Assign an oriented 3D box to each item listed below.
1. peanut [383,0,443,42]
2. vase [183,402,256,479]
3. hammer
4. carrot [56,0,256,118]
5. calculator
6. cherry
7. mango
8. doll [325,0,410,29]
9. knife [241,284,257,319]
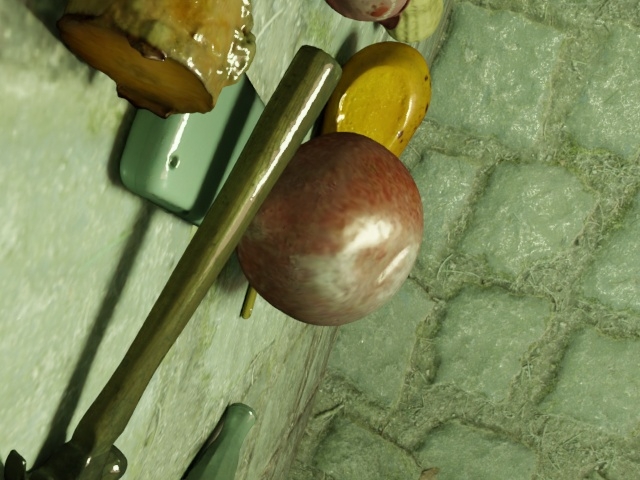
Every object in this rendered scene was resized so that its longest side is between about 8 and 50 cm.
[{"bbox_3d":[0.154,-0.437,1.010,0.257,0.124,0.123,42,69,-75],"label":"peanut"},{"bbox_3d":[-0.171,0.374,0.991,0.214,0.086,0.086,-65,171,-53],"label":"vase"},{"bbox_3d":[-0.110,0.031,0.493,0.439,0.044,0.168,-59,170,-4],"label":"hammer"},{"bbox_3d":[-0.067,-0.206,0.351,0.102,0.102,0.263,74,32,-75],"label":"carrot"},{"bbox_3d":[-0.097,-0.084,0.517,0.246,0.045,0.141,47,64,-79],"label":"calculator"},{"bbox_3d":[0.011,-0.015,0.765,0.307,0.221,0.261,12,101,-59],"label":"cherry"},{"bbox_3d":[0.080,-0.189,0.989,0.191,0.160,0.290,-67,180,-80],"label":"mango"},{"bbox_3d":[0.090,-0.363,0.679,0.255,0.152,0.196,-63,156,-14],"label":"doll"},{"bbox_3d":[-0.082,0.010,0.880,0.046,0.022,0.256,-29,139,-66],"label":"knife"}]
